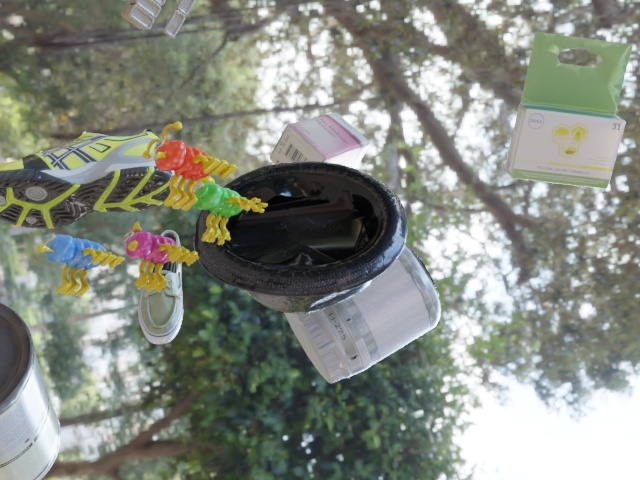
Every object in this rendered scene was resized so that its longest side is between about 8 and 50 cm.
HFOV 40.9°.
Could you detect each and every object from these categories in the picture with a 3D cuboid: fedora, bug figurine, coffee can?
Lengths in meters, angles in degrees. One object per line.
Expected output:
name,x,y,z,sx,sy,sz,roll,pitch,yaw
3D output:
fedora,-0.028,0.015,1.370,0.152,0.334,0.334,85,-17,-45
bug figurine,-0.205,-0.028,1.077,0.216,0.279,0.072,23,35,-58
coffee can,-0.503,0.242,1.264,0.275,0.201,0.201,98,-26,-52

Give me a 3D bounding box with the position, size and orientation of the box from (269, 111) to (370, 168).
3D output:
box,0.001,-0.246,2.350,0.148,0.232,0.127,43,-54,16

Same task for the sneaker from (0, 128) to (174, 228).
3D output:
sneaker,-0.477,-0.125,1.656,0.145,0.385,0.147,98,-16,-50

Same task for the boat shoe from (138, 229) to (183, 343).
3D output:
boat shoe,-0.390,0.108,2.101,0.094,0.109,0.302,97,-10,-51

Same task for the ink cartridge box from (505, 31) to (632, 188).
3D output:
ink cartridge box,0.413,-0.211,1.412,0.056,0.171,0.235,-95,-168,-67

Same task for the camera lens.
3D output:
camera lens,0.086,0.133,1.730,0.219,0.274,0.219,56,-12,18

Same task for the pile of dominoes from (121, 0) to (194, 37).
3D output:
pile of dominoes,-0.342,-0.575,1.825,0.040,0.196,0.251,21,-99,48
